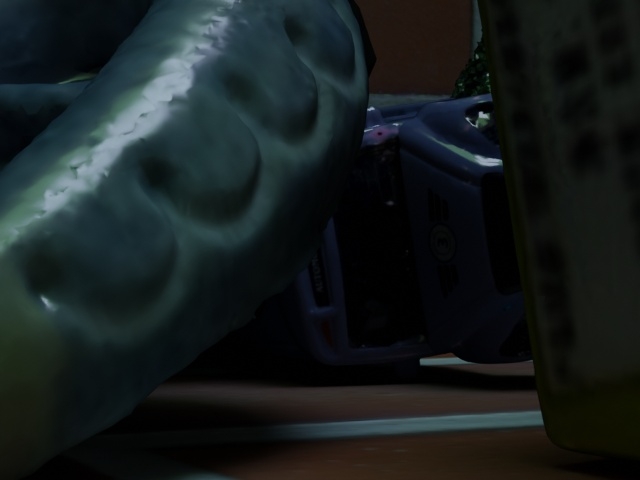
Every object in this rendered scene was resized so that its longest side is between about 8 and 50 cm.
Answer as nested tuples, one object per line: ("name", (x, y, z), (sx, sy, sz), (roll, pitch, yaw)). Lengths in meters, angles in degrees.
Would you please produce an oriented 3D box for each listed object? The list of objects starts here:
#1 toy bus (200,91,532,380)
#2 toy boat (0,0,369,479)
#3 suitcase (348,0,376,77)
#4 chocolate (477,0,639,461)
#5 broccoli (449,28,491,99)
("toy bus", (0.000, 0.000, 0.912), (0.133, 0.125, 0.292), (-13, 6, -34))
("toy boat", (-0.106, -0.044, 0.633), (0.215, 0.123, 0.330), (0, 28, 32))
("suitcase", (-0.130, -0.033, 0.875), (0.285, 0.066, 0.206), (-35, 17, -24))
("chocolate", (0.184, -0.071, 0.643), (0.289, 0.301, 0.137), (0, -13, -42))
("broccoli", (0.201, -0.037, 1.212), (0.269, 0.254, 0.269), (39, 2, -1))
